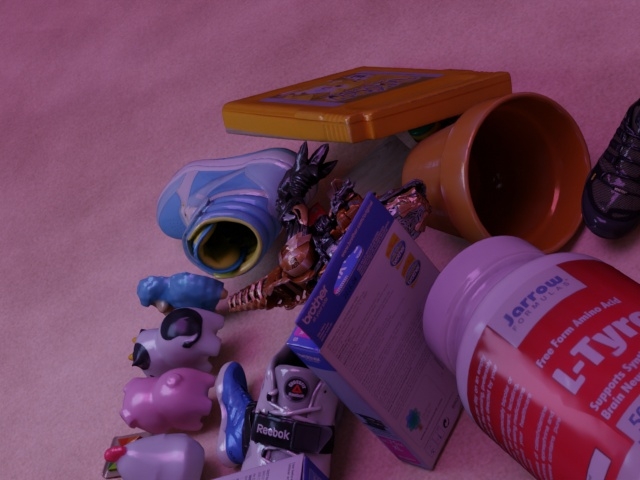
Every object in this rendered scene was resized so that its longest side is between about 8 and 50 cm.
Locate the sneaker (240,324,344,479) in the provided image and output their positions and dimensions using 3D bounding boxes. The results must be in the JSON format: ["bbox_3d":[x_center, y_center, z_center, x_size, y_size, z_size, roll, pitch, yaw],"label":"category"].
[{"bbox_3d":[-0.038,0.225,1.567,0.122,0.146,0.330,4,56,14],"label":"sneaker"}]

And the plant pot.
[{"bbox_3d":[0.209,-0.080,1.644,0.188,0.205,0.205,0,52,59],"label":"plant pot"}]

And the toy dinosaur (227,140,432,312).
[{"bbox_3d":[0.000,0.000,1.647,0.322,0.164,0.218,-14,38,17],"label":"toy dinosaur"}]

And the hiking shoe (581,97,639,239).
[{"bbox_3d":[0.381,-0.110,1.563,0.086,0.114,0.227,20,65,17],"label":"hiking shoe"}]

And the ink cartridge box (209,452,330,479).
[{"bbox_3d":[-0.105,0.400,1.361,0.395,0.151,0.270,-21,37,25],"label":"ink cartridge box"}]

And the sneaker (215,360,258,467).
[{"bbox_3d":[-0.093,0.221,1.698,0.085,0.058,0.152,-24,46,29],"label":"sneaker"}]

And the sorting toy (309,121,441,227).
[{"bbox_3d":[0.087,-0.063,1.827,0.274,0.046,0.132,-41,39,0],"label":"sorting toy"}]

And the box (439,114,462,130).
[{"bbox_3d":[0.197,-0.184,1.873,0.067,0.018,0.083,-46,39,-6],"label":"box"}]

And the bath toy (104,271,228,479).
[{"bbox_3d":[-0.217,0.204,1.764,0.151,0.129,0.348,118,161,-46],"label":"bath toy"}]

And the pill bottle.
[{"bbox_3d":[0.288,0.153,1.318,0.229,0.229,0.408,-45,39,-5],"label":"pill bottle"}]

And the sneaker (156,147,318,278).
[{"bbox_3d":[-0.171,-0.024,1.888,0.319,0.127,0.208,-17,28,43],"label":"sneaker"}]

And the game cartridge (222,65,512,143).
[{"bbox_3d":[0.062,-0.199,1.824,0.285,0.052,0.324,-20,17,-34],"label":"game cartridge"}]

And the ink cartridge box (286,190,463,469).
[{"bbox_3d":[0.077,0.106,1.468,0.065,0.311,0.185,9,60,42],"label":"ink cartridge box"}]

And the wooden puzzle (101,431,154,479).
[{"bbox_3d":[-0.274,0.303,1.808,0.079,0.014,0.116,-17,44,26],"label":"wooden puzzle"}]
